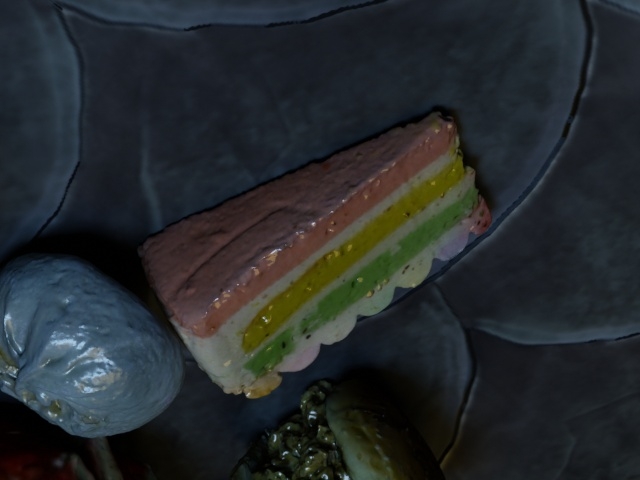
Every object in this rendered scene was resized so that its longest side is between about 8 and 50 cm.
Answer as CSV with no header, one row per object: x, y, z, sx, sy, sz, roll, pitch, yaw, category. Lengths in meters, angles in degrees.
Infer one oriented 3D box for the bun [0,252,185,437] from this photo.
-0.158,0.074,1.249,0.141,0.083,0.141,25,151,15,bun

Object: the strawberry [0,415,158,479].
-0.262,0.264,1.358,0.343,0.292,0.292,-5,142,18,strawberry

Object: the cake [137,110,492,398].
0.004,0.015,1.265,0.225,0.090,0.109,-24,135,9,cake

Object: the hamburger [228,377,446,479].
0.028,0.178,1.417,0.131,0.159,0.185,-40,179,13,hamburger
